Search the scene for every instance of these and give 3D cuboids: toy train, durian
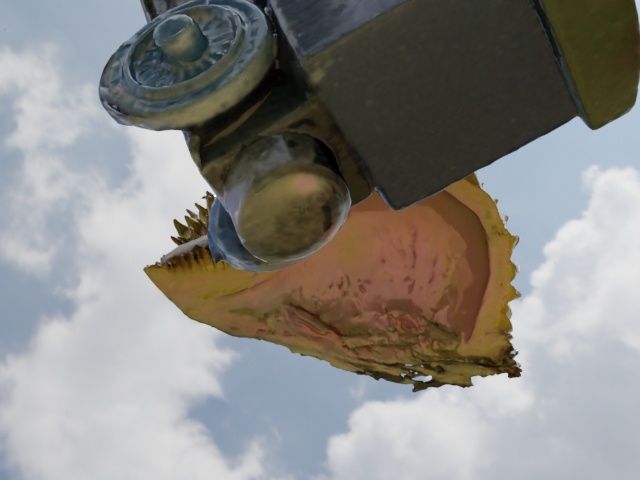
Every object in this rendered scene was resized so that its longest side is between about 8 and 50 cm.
[{"bbox_3d":[-0.001,-0.122,0.483,0.202,0.300,0.131,-29,-46,5],"label":"toy train"},{"bbox_3d":[0.009,-0.001,0.861,0.305,0.195,0.185,6,-77,-11],"label":"durian"}]
